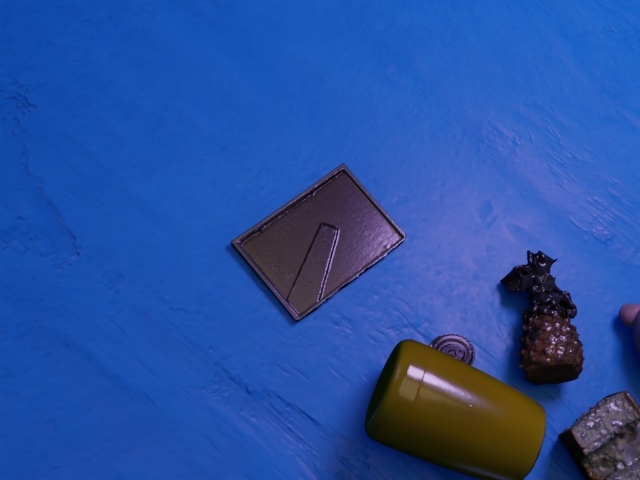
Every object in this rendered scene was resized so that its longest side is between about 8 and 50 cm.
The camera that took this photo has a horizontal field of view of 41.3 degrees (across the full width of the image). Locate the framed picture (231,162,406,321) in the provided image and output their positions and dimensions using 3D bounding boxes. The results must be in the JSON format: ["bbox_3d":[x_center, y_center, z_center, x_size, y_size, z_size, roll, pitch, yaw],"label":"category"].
[{"bbox_3d":[0.000,0.000,1.535,0.265,0.018,0.192,-36,76,-17],"label":"framed picture"}]

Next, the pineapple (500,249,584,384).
[{"bbox_3d":[0.388,0.126,1.481,0.119,0.111,0.237,20,54,-32],"label":"pineapple"}]

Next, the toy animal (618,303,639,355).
[{"bbox_3d":[0.665,0.151,1.430,0.229,0.221,0.210,-16,67,-12],"label":"toy animal"}]

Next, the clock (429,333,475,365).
[{"bbox_3d":[0.230,0.199,1.484,0.083,0.010,0.074,-10,70,-9],"label":"clock"}]

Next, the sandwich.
[{"bbox_3d":[0.501,0.378,1.381,0.122,0.128,0.236,-29,74,-7],"label":"sandwich"}]

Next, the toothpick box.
[{"bbox_3d":[0.223,0.284,1.366,0.271,0.175,0.175,23,69,0],"label":"toothpick box"}]
